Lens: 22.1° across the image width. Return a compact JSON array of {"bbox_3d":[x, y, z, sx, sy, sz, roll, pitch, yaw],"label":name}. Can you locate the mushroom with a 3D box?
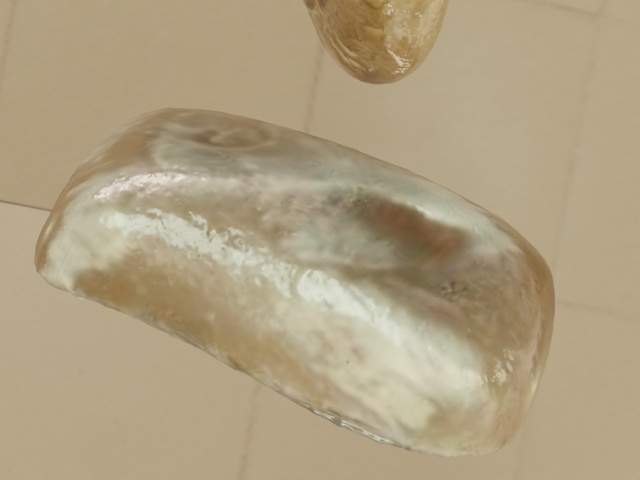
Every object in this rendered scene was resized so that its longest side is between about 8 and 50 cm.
[{"bbox_3d":[0.050,-0.226,1.514,0.156,0.285,0.151,-6,112,-8],"label":"mushroom"}]

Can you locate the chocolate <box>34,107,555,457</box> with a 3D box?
[{"bbox_3d":[0.000,0.000,0.797,0.254,0.157,0.080,23,123,3],"label":"chocolate"}]
